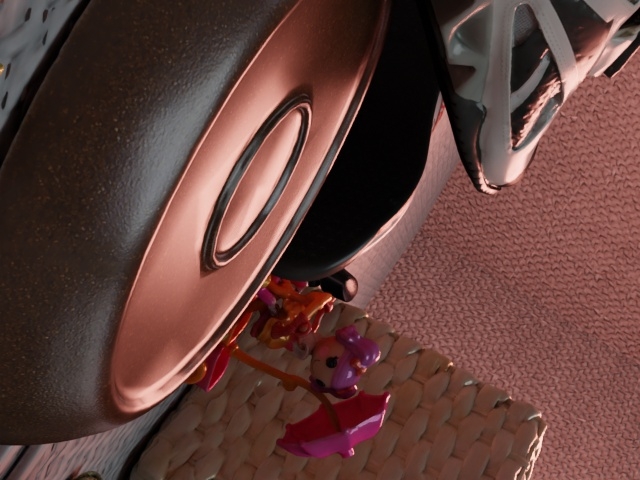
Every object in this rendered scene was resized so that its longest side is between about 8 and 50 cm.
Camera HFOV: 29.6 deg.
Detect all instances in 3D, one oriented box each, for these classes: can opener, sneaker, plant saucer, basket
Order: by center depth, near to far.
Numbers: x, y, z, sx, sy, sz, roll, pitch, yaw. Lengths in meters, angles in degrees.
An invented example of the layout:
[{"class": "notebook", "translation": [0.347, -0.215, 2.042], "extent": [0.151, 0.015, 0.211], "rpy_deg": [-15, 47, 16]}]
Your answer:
[{"class": "plant saucer", "translation": [-0.044, -0.035, 0.534], "extent": [0.310, 0.050, 0.310], "rpy_deg": [-57, 169, -17]}, {"class": "sneaker", "translation": [0.119, -0.125, 0.602], "extent": [0.146, 0.122, 0.330], "rpy_deg": [-16, 158, 4]}, {"class": "sneaker", "translation": [0.020, -0.043, 0.823], "extent": [0.145, 0.090, 0.270], "rpy_deg": [112, 5, -53]}, {"class": "can opener", "translation": [0.000, 0.000, 1.115], "extent": [0.059, 0.073, 0.186], "rpy_deg": [-64, 163, -18]}, {"class": "basket", "translation": [-0.007, 0.266, 1.155], "extent": [0.331, 0.328, 0.266], "rpy_deg": [-51, 166, -47]}]

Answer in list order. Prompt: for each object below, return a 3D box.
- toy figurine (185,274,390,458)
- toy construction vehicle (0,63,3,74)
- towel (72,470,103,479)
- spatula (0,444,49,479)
[{"class": "toy figurine", "translation": [-0.020, 0.076, 0.839], "extent": [0.173, 0.159, 0.130], "rpy_deg": [-62, 173, 30]}, {"class": "toy construction vehicle", "translation": [-0.095, -0.036, 0.270], "extent": [0.098, 0.035, 0.086], "rpy_deg": [-62, 173, 33]}, {"class": "towel", "translation": [-0.198, 0.228, 0.807], "extent": [0.148, 0.027, 0.110], "rpy_deg": [-51, 171, -49]}, {"class": "spatula", "translation": [-0.108, 0.039, 0.621], "extent": [0.242, 0.019, 0.168], "rpy_deg": [-57, 175, -9]}]
